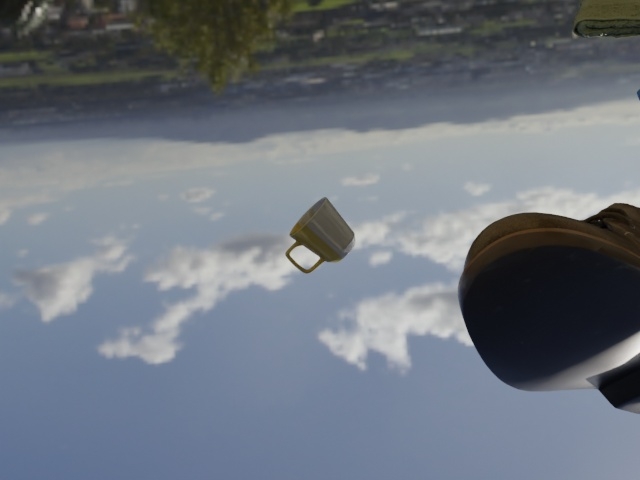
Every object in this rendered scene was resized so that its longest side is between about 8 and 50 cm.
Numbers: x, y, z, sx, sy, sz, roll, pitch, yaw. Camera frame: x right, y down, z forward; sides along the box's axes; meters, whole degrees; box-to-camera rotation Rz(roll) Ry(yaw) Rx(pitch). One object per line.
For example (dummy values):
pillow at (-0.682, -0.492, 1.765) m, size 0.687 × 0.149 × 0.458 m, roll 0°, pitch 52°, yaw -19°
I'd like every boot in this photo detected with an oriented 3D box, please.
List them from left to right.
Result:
boot at (0.166, 0.026, 0.667) m, size 0.112 × 0.115 × 0.305 m, roll -28°, pitch 149°, yaw 27°

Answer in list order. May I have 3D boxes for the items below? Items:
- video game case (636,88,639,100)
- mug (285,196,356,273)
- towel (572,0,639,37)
video game case at (0.464, -0.203, 1.255) m, size 0.166 × 0.015 × 0.119 m, roll -10°, pitch 162°, yaw -18°
mug at (0.002, -0.003, 1.283) m, size 0.078 × 0.064 × 0.062 m, roll -41°, pitch -168°, yaw 27°
towel at (0.373, -0.277, 1.270) m, size 0.148 × 0.027 × 0.110 m, roll 0°, pitch -136°, yaw 23°
